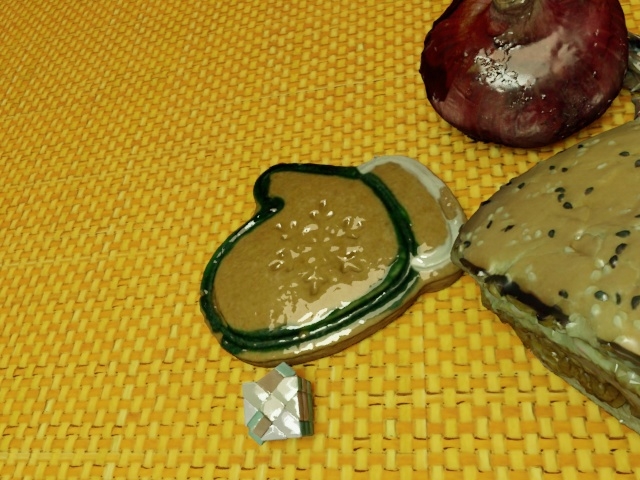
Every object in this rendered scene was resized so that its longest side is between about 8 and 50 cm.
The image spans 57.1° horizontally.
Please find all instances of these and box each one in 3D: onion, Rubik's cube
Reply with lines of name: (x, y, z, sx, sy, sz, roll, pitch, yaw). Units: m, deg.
onion: (0.247, -0.239, 0.719, 0.252, 0.219, 0.252, -9, 63, 19)
Rubik's cube: (-0.049, 0.177, 0.631, 0.073, 0.075, 0.084, -10, 55, 10)

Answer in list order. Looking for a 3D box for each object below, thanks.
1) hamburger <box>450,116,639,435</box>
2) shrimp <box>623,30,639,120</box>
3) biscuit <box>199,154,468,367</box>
hamburger: (0.300, 0.023, 0.520, 0.277, 0.195, 0.318, -42, 31, -9)
shrimp: (0.427, -0.144, 0.699, 0.164, 0.062, 0.317, -33, 57, -2)
biscuit: (0.000, -0.001, 0.741, 0.343, 0.057, 0.287, -26, 55, -1)
